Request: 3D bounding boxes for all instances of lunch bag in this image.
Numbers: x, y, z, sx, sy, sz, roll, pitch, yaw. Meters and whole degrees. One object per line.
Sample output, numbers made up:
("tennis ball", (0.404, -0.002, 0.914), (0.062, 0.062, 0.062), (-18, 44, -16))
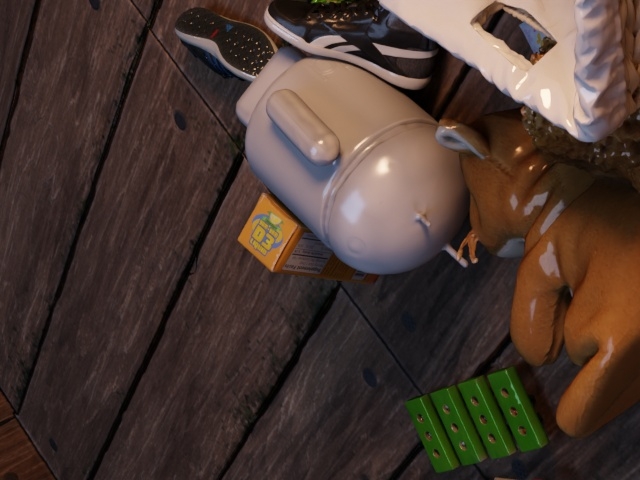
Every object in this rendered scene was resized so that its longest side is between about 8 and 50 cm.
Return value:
("lunch bag", (0.263, -0.221, 1.781), (0.071, 0.053, 0.083), (64, 158, 4))

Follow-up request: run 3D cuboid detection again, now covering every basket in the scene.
("basket", (0.217, -0.326, 1.455), (0.328, 0.266, 0.331), (41, 153, 41))

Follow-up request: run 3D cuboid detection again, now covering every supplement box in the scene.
("supplement box", (0.000, 0.000, 2.147), (0.078, 0.233, 0.080), (42, 107, 32))

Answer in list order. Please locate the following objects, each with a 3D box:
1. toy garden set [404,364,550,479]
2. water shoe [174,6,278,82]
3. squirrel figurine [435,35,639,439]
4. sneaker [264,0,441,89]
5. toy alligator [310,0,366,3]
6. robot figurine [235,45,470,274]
("toy garden set", (0.233, 0.275, 2.182), (0.244, 0.049, 0.204), (-27, 88, 57))
("water shoe", (-0.117, -0.261, 2.307), (0.203, 0.073, 0.080), (36, 165, 37))
("squirrel figurine", (0.295, -0.055, 1.698), (0.370, 0.281, 0.397), (52, 146, 39))
("sneaker", (0.048, -0.275, 1.981), (0.216, 0.079, 0.121), (22, 125, 3))
("toy alligator", (0.041, -0.282, 2.057), (0.189, 0.051, 0.056), (23, 130, 47))
("robot figurine", (0.046, -0.095, 2.015), (0.353, 0.300, 0.200), (45, 104, 34))
